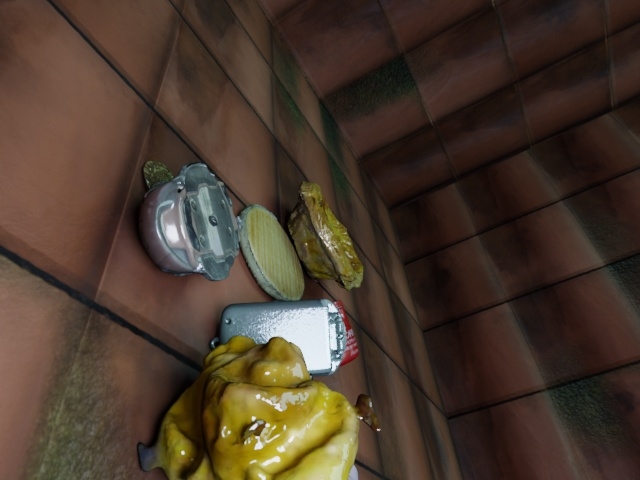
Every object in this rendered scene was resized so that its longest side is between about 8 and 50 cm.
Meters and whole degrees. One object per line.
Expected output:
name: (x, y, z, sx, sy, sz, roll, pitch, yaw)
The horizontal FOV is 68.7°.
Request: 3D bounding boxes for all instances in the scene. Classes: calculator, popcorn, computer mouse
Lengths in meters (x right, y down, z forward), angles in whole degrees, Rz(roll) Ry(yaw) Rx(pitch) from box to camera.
calculator: (-0.073, 0.178, 0.843, 0.045, 0.245, 0.141, 132, -45, -74)
popcorn: (-0.095, 0.264, 0.625, 0.316, 0.280, 0.298, 106, -26, -48)
computer mouse: (-0.226, -0.029, 0.835, 0.389, 0.114, 0.200, -39, 121, -84)

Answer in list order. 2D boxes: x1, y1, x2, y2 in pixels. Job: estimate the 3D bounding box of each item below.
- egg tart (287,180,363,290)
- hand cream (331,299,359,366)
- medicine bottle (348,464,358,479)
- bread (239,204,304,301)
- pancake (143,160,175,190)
egg tart: (0.000, 0.000, 1.351, 0.352, 0.149, 0.352, 61, 7, -13)
hand cream: (-0.024, 0.209, 0.968, 0.126, 0.192, 0.193, 71, 18, 7)
medicine bottle: (-0.003, 0.489, 0.760, 0.133, 0.133, 0.250, 57, 18, -25)
bread: (-0.122, 0.035, 1.160, 0.267, 0.040, 0.267, 54, 20, -30)
pancake: (-0.294, -0.101, 0.885, 0.115, 0.011, 0.115, 55, 21, -32)
